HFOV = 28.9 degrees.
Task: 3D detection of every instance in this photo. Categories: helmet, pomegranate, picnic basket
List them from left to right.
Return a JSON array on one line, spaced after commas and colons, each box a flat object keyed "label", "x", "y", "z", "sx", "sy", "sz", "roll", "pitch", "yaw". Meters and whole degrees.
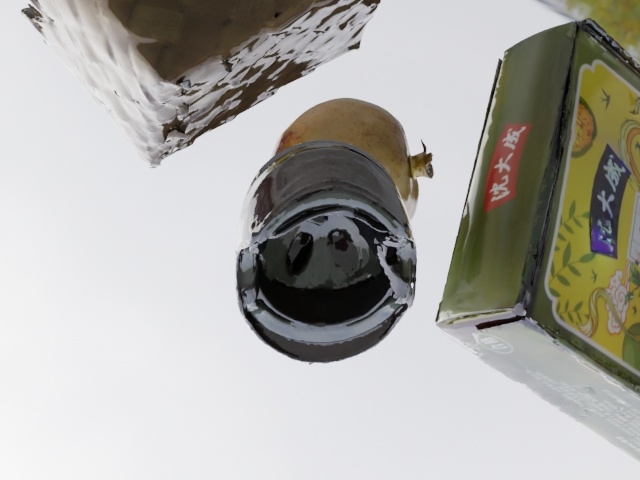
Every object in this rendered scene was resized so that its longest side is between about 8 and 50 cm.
[{"label": "picnic basket", "x": -0.116, "y": -0.263, "z": 1.032, "sx": 0.291, "sy": 0.254, "sz": 0.321, "roll": -33, "pitch": -100, "yaw": -19}, {"label": "helmet", "x": 0.000, "y": 0.000, "z": 1.573, "sx": 0.224, "sy": 0.305, "sz": 0.177, "roll": -1, "pitch": -132, "yaw": -8}, {"label": "pomegranate", "x": 0.062, "y": -0.122, "z": 2.381, "sx": 0.319, "sy": 0.319, "sz": 0.319, "roll": 16, "pitch": -151, "yaw": -9}]

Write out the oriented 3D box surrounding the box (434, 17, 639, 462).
[{"label": "box", "x": 0.348, "y": 0.018, "z": 1.431, "sx": 0.420, "sy": 0.138, "sz": 0.373, "roll": 33, "pitch": -119, "yaw": -30}]
